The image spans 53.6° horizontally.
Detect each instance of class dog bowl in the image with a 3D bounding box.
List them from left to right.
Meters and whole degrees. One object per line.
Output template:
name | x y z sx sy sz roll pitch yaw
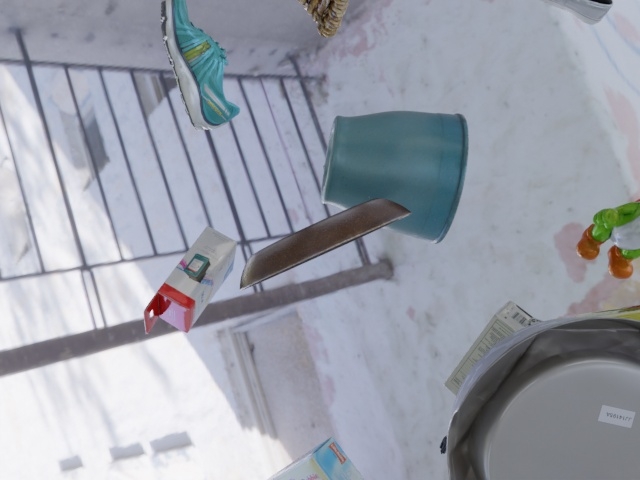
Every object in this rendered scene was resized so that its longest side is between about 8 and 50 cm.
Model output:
dog bowl | 0.315 0.252 0.760 0.349 0.348 0.102 -19 -174 3

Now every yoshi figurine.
yoshi figurine | 0.791 -0.028 1.539 0.204 0.203 0.362 -12 153 -25

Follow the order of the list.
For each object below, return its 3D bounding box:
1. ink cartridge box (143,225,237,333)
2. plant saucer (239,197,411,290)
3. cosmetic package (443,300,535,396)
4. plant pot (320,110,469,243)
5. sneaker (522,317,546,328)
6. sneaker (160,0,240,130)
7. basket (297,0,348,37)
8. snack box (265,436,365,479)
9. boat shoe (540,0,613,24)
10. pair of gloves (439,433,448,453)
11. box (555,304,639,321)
ink cartridge box | -0.269 0.099 1.321 0.231 0.078 0.134 -58 175 -30
plant saucer | 0.000 0.000 1.053 0.311 0.050 0.310 -25 178 -1
cosmetic package | 0.499 0.336 1.792 0.129 0.153 0.296 -23 147 -51
plant pot | 0.137 -0.147 1.303 0.255 0.271 0.271 9 168 -3
sneaker | 0.512 0.323 1.425 0.182 0.410 0.158 26 -138 36
sneaker | -0.232 -0.349 1.196 0.110 0.275 0.107 -19 -160 -10
basket | 0.040 -0.432 0.716 0.214 0.299 0.223 -19 134 38
snack box | -0.005 0.503 1.195 0.060 0.187 0.322 -30 167 -38
boat shoe | 0.498 -0.498 1.267 0.066 0.184 0.063 -64 -173 -29
pair of gloves | 0.387 0.595 1.821 0.074 0.083 0.010 -57 173 -17
box | 0.457 0.126 0.913 0.232 0.058 0.087 -16 176 35
